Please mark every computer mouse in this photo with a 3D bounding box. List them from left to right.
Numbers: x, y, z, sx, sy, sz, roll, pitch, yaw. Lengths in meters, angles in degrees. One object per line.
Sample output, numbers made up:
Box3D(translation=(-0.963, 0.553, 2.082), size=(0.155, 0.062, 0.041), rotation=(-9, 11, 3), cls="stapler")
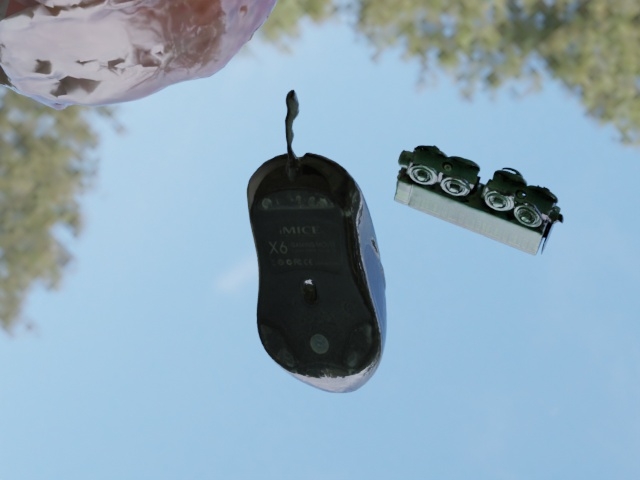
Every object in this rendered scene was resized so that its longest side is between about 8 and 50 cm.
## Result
Box3D(translation=(0.000, 0.000, 2.324), size=(0.167, 0.379, 0.090), rotation=(2, -160, 25), cls="computer mouse")

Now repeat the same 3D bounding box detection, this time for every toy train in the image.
Box3D(translation=(0.133, -0.036, 1.655), size=(0.071, 0.148, 0.038), rotation=(97, 17, -58), cls="toy train")

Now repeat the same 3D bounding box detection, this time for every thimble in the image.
Box3D(translation=(-0.131, -0.204, 1.116), size=(0.239, 0.162, 0.239), rotation=(-4, -127, 5), cls="thimble")
